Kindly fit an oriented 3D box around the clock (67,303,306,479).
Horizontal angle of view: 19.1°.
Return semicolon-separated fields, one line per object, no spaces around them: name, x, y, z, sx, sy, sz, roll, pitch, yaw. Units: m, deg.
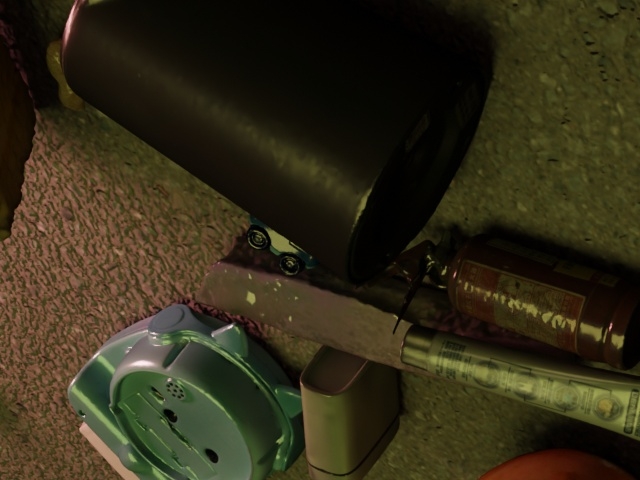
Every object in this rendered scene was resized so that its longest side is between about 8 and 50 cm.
clock;-0.127;0.176;2.003;0.223;0.094;0.274;45;142;-8

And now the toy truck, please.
toy truck;0.000;0.000;1.762;0.136;0.063;0.074;37;127;-4

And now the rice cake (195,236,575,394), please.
rice cake;0.059;0.070;1.771;0.399;0.064;0.070;15;125;29

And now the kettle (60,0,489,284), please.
kettle;-0.032;-0.128;1.595;0.308;0.262;0.203;31;106;17

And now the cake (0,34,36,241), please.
cake;-0.422;-0.144;1.772;0.222;0.227;0.286;-14;128;9

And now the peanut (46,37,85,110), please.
peanut;-0.240;-0.158;1.823;0.037;0.037;0.083;14;132;30

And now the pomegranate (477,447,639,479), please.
pomegranate;0.239;0.318;1.730;0.270;0.229;0.252;11;134;24

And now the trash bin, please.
trash bin;0.029;0.157;1.836;0.059;0.116;0.130;18;136;25

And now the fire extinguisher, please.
fire extinguisher;0.153;0.048;1.635;0.252;0.106;0.075;19;137;25

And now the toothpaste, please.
toothpaste;0.185;0.120;1.645;0.239;0.039;0.062;15;113;19

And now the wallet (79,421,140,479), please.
wallet;-0.188;0.257;2.182;0.183;0.032;0.124;45;141;-8
